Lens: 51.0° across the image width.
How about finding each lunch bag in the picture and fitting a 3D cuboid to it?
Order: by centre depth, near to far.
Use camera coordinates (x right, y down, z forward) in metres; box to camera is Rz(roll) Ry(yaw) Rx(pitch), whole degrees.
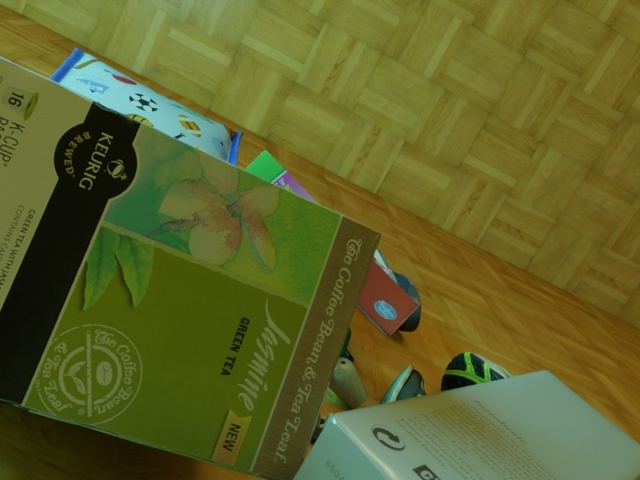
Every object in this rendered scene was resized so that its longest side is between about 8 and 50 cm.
[{"bbox_3d":[-0.308,-0.093,1.039,0.327,0.239,0.386,25,31,-15],"label":"lunch bag"}]

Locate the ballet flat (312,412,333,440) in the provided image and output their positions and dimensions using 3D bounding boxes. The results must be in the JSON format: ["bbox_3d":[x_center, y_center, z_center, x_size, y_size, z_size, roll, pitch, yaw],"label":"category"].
[{"bbox_3d":[-0.001,0.236,0.856,0.114,0.041,0.041,24,16,-19],"label":"ballet flat"}]

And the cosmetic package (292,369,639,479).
[{"bbox_3d":[0.138,0.272,0.627,0.161,0.230,0.453,39,19,33],"label":"cosmetic package"}]

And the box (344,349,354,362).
[{"bbox_3d":[-0.035,0.154,1.086,0.162,0.029,0.116,20,18,-33],"label":"box"}]

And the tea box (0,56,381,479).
[{"bbox_3d":[-0.177,0.038,0.616,0.323,0.220,0.329,22,-11,-19],"label":"tea box"}]

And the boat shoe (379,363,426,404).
[{"bbox_3d":[0.117,0.250,0.959,0.068,0.081,0.227,34,22,8],"label":"boat shoe"}]

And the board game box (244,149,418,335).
[{"bbox_3d":[0.000,0.000,1.066,0.316,0.064,0.242,45,-2,-7],"label":"board game box"}]

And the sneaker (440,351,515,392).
[{"bbox_3d":[0.353,0.310,1.060,0.147,0.145,0.385,19,19,-33],"label":"sneaker"}]

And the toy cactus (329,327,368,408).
[{"bbox_3d":[-0.002,0.167,0.971,0.181,0.112,0.219,56,26,-6],"label":"toy cactus"}]

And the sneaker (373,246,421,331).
[{"bbox_3d":[0.095,0.095,1.424,0.131,0.112,0.319,2,23,-25],"label":"sneaker"}]
